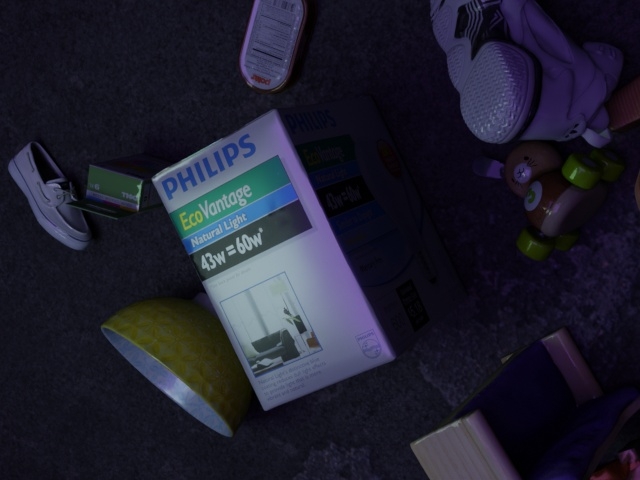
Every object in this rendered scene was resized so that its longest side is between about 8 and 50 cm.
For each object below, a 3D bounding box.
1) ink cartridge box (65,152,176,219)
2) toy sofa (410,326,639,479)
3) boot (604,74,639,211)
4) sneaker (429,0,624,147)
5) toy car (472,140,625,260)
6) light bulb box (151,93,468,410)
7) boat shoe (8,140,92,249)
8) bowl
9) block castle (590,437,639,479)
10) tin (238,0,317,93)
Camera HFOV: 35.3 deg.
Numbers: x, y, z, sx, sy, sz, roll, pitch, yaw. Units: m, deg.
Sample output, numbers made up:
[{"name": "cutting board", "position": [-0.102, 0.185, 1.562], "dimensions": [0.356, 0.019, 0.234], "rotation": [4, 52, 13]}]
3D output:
[{"name": "ink cartridge box", "position": [-0.317, -0.093, 1.683], "dimensions": [0.109, 0.209, 0.062], "rotation": [17, 108, 22]}, {"name": "toy sofa", "position": [0.294, 0.242, 1.376], "dimensions": [0.177, 0.363, 0.150], "rotation": [-34, 85, 34]}, {"name": "boot", "position": [0.519, -0.113, 1.330], "dimensions": [0.211, 0.104, 0.295], "rotation": [-26, 82, 34]}, {"name": "sneaker", "position": [0.283, -0.273, 1.394], "dimensions": [0.137, 0.210, 0.365], "rotation": [128, 143, -47]}, {"name": "toy car", "position": [0.303, -0.093, 1.433], "dimensions": [0.188, 0.149, 0.155], "rotation": [42, 123, 25]}, {"name": "light bulb box", "position": [0.000, 0.000, 1.468], "dimensions": [0.225, 0.358, 0.361], "rotation": [-26, 90, 26]}, {"name": "boat shoe", "position": [-0.488, -0.085, 1.839], "dimensions": [0.226, 0.083, 0.076], "rotation": [48, 117, 10]}, {"name": "bowl", "position": [-0.211, 0.183, 1.704], "dimensions": [0.289, 0.289, 0.156], "rotation": [35, 70, 15]}, {"name": "block castle", "position": [0.530, 0.390, 1.384], "dimensions": [0.453, 0.213, 0.303], "rotation": [-27, 77, 21]}, {"name": "tin", "position": [-0.072, -0.327, 1.615], "dimensions": [0.106, 0.040, 0.189], "rotation": [25, 111, 24]}]
